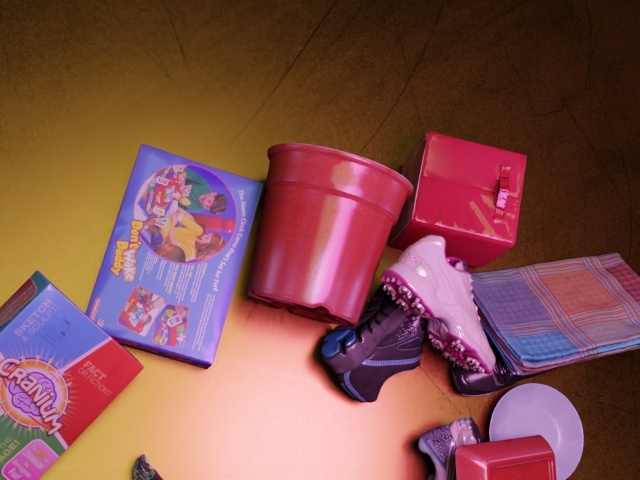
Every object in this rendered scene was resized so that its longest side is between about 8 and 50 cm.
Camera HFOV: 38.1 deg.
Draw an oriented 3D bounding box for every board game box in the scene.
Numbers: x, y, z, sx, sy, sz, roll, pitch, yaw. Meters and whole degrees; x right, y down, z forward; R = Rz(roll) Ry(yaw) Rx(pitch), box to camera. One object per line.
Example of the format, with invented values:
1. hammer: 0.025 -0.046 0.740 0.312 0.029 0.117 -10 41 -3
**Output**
1. board game box: -0.470 0.239 1.454 0.316 0.064 0.242 -47 129 -11
2. board game box: -0.260 0.029 1.649 0.233 0.078 0.347 18 72 -10

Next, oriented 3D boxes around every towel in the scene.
1. towel: 0.473 0.124 1.760 0.370 0.040 0.271 -9 38 -17

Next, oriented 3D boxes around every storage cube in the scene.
1. storage cube: 0.255 -0.074 1.746 0.193 0.215 0.183 13 74 -5

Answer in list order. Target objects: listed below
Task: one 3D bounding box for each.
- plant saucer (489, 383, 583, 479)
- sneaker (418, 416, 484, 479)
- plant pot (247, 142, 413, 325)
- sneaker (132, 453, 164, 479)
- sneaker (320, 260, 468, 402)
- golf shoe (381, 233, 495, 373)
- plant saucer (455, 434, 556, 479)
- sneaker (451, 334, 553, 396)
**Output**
1. plant saucer: 0.404 0.370 1.760 0.195 0.037 0.194 4 75 -15
2. sneaker: 0.255 0.461 1.678 0.122 0.110 0.283 -14 93 16
3. plant pot: 0.000 0.000 1.641 0.272 0.272 0.265 18 79 -10
4. sneaker: -0.262 0.445 1.556 0.170 0.051 0.089 38 74 1
5. sneaker: 0.152 0.158 1.724 0.341 0.125 0.139 -37 112 -20
6. golf shoe: 0.238 0.116 1.635 0.140 0.115 0.306 -52 123 -18
7. plant saucer: 0.340 0.479 1.614 0.259 0.048 0.258 5 80 -42
8. sneaker: 0.385 0.213 1.748 0.283 0.124 0.107 -18 84 -18
